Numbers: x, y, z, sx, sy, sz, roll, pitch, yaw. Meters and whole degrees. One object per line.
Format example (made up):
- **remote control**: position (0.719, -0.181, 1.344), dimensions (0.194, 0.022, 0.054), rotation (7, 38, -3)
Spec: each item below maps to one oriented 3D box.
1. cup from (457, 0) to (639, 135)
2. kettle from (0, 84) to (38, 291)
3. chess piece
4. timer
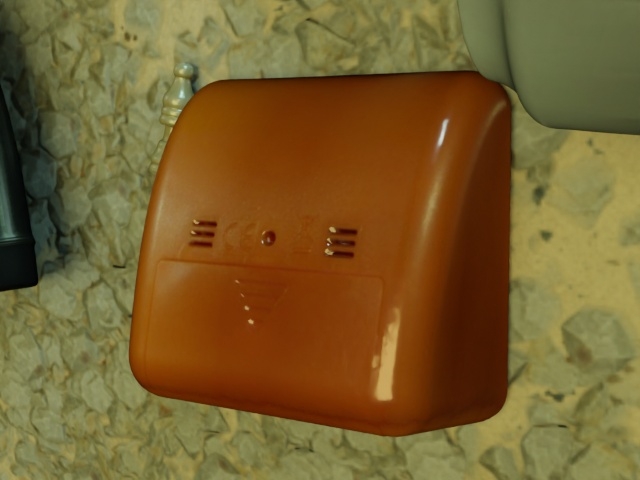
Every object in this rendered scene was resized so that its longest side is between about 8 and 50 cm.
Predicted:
- **cup**: position (0.253, -0.127, 0.409), dimensions (0.326, 0.237, 0.323), rotation (8, 133, 25)
- **kettle**: position (-0.403, -0.102, 0.765), dimensions (0.321, 0.228, 0.324), rotation (-6, 92, 59)
- **chess piece**: position (-0.118, -0.101, 0.698), dimensions (0.035, 0.035, 0.092), rotation (16, 103, 24)
- **timer**: position (0.000, 0.000, 0.616), dimensions (0.257, 0.161, 0.250), rotation (4, 86, 27)
